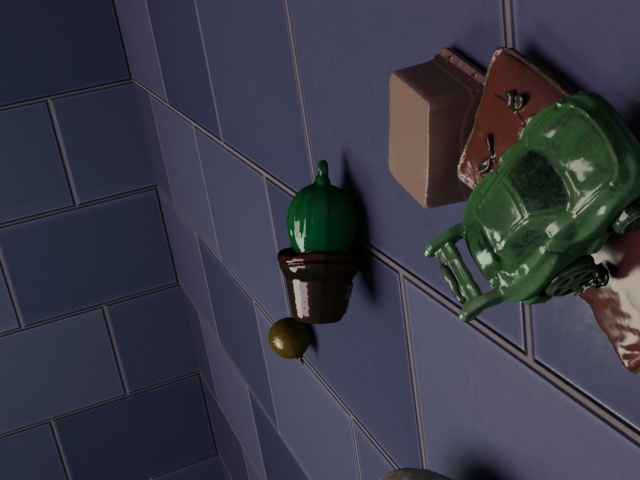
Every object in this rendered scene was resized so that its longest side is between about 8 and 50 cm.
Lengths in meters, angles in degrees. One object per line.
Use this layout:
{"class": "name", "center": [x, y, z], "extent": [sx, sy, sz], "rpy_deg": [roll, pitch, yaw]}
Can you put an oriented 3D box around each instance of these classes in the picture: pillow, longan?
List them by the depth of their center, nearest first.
{"class": "pillow", "center": [0.173, -0.028, 0.573], "extent": [0.126, 0.043, 0.232], "rpy_deg": [95, 153, -43]}
{"class": "longan", "center": [-0.047, 0.167, 1.386], "extent": [0.083, 0.075, 0.075], "rpy_deg": [65, 163, -5]}

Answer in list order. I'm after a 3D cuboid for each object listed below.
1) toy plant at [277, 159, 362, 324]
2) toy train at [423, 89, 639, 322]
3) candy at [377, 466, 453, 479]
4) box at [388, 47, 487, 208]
{"class": "toy plant", "center": [0.000, 0.000, 1.053], "extent": [0.143, 0.105, 0.200], "rpy_deg": [-134, 48, -83]}
{"class": "toy train", "center": [0.134, -0.017, 0.521], "extent": [0.099, 0.081, 0.149], "rpy_deg": [66, 153, 27]}
{"class": "candy", "center": [0.116, 0.375, 0.879], "extent": [0.295, 0.185, 0.295], "rpy_deg": [50, 151, 41]}
{"class": "box", "center": [0.100, -0.090, 0.712], "extent": [0.089, 0.062, 0.122], "rpy_deg": [-127, 27, -48]}
